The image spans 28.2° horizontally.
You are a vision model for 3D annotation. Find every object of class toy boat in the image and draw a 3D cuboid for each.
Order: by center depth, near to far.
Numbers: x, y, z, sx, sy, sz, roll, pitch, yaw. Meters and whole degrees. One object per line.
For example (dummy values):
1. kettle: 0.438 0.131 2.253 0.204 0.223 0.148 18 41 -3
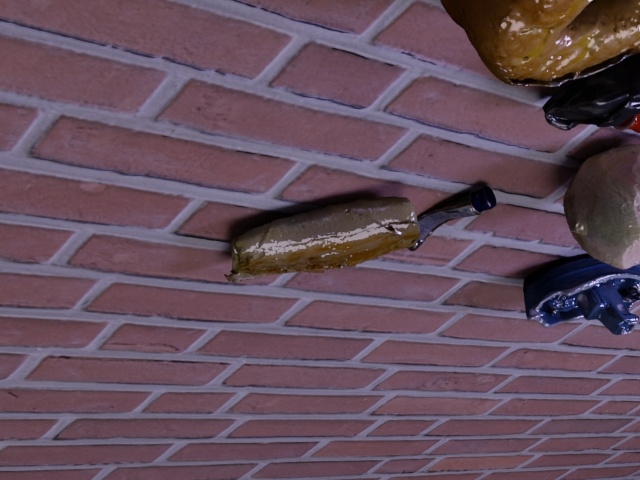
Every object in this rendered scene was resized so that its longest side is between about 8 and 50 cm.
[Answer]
1. toy boat: 0.485 0.103 2.233 0.309 0.142 0.129 -7 141 -26

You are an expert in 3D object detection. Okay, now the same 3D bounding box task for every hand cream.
1. hand cream: 0.187 -0.033 1.904 0.163 0.039 0.062 -28 155 28

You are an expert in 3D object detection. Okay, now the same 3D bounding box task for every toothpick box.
1. toothpick box: 0.450 -0.173 1.802 0.083 0.047 0.047 7 143 -43

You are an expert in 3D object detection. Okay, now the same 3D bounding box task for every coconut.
1. coconut: 0.450 -0.049 1.894 0.194 0.194 0.194 -16 153 -8

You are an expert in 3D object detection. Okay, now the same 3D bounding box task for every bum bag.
1. bum bag: 0.452 -0.220 1.655 0.340 0.095 0.144 -17 -177 -3

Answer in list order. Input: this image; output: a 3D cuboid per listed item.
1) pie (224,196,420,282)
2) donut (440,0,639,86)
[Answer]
1. pie: 0.000 0.000 1.790 0.282 0.068 0.128 -14 152 -11
2. donut: 0.290 -0.298 1.344 0.299 0.150 0.317 -2 149 -37
